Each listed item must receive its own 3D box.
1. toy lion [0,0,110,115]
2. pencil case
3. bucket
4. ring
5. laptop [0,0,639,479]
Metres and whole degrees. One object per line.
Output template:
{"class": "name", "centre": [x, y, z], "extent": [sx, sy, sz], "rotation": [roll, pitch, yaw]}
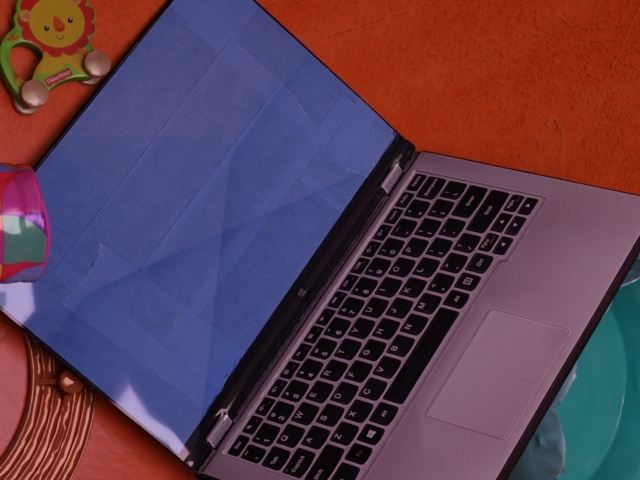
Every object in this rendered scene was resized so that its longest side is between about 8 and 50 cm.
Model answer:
{"class": "toy lion", "centre": [-0.230, -0.167, 1.543], "extent": [0.100, 0.034, 0.096], "rotation": [-30, 91, -26]}
{"class": "pencil case", "centre": [-0.327, -0.004, 1.398], "extent": [0.236, 0.104, 0.104], "rotation": [-5, 87, -19]}
{"class": "bucket", "centre": [0.252, 0.142, 1.636], "extent": [0.281, 0.183, 0.281], "rotation": [-3, 95, -36]}
{"class": "ring", "centre": [-0.334, 0.108, 1.458], "extent": [0.336, 0.032, 0.336], "rotation": [3, 84, -27]}
{"class": "laptop", "centre": [0.000, 0.000, 1.508], "extent": [0.382, 0.408, 0.236], "rotation": [-55, 140, -26]}
